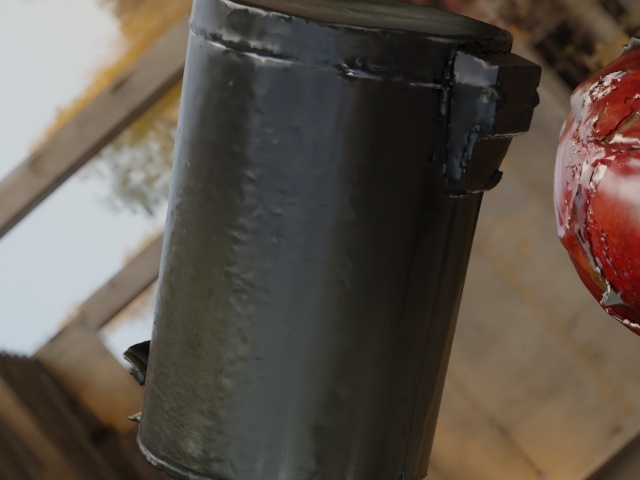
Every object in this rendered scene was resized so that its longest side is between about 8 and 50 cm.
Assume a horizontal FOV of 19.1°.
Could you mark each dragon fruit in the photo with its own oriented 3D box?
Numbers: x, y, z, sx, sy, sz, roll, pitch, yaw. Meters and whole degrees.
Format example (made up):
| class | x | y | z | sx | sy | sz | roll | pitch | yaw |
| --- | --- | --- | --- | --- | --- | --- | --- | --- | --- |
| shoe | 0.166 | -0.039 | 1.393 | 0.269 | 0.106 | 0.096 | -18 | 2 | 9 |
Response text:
| class | x | y | z | sx | sy | sz | roll | pitch | yaw |
| --- | --- | --- | --- | --- | --- | --- | --- | --- | --- |
| dragon fruit | 0.371 | -0.050 | 1.839 | 0.295 | 0.296 | 0.301 | 45 | -145 | -49 |

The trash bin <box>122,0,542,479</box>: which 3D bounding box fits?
| class | x | y | z | sx | sy | sz | roll | pitch | yaw |
| --- | --- | --- | --- | --- | --- | --- | --- | --- | --- |
| trash bin | 0.000 | 0.000 | 1.207 | 0.252 | 0.301 | 0.203 | 18 | -165 | 32 |
